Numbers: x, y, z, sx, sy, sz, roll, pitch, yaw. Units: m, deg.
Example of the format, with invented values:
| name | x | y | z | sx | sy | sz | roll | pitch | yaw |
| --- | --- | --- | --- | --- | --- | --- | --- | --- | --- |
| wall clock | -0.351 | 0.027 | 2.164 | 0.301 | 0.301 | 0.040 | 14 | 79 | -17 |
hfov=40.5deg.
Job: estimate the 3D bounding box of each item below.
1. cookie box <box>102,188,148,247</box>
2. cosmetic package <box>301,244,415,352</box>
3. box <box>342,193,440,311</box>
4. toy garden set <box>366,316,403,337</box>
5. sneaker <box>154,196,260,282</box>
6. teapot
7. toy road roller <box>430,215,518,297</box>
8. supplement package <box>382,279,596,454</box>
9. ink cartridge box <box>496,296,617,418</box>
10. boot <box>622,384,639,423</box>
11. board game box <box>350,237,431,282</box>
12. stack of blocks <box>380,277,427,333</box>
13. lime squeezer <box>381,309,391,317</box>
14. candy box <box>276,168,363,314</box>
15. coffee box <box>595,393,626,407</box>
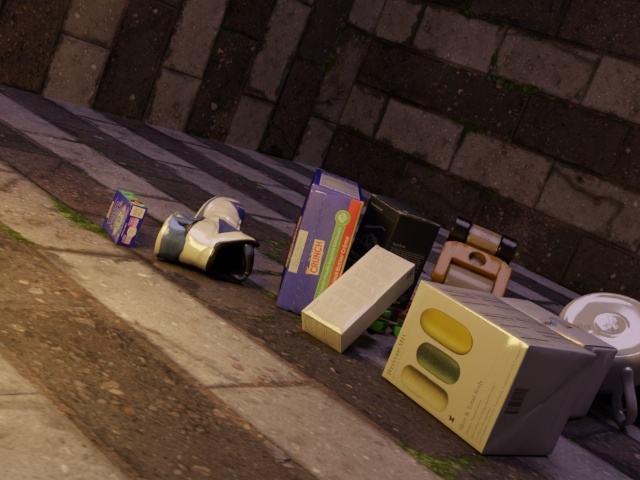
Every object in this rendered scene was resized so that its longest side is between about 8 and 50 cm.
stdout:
| name | x | y | z | sx | sy | sz | roll | pitch | yaw |
| --- | --- | --- | --- | --- | --- | --- | --- | --- | --- |
| cookie box | -0.406 | -0.047 | 1.797 | 0.040 | 0.091 | 0.107 | 18 | 11 | -34 |
| cosmetic package | 0.076 | 0.110 | 1.690 | 0.099 | 0.060 | 0.239 | 30 | 51 | 28 |
| box | 0.148 | 0.024 | 1.877 | 0.108 | 0.207 | 0.153 | 17 | 13 | -26 |
| toy garden set | 0.147 | 0.194 | 1.786 | 0.244 | 0.049 | 0.204 | 15 | -1 | 12 |
| sneaker | -0.209 | 0.012 | 1.855 | 0.182 | 0.127 | 0.315 | 27 | 18 | 10 |
| teapot | 0.645 | 0.257 | 1.953 | 0.253 | 0.187 | 0.256 | 25 | 47 | 35 |
| toy road roller | 0.426 | 0.114 | 2.519 | 0.203 | 0.240 | 0.329 | 23 | 47 | 7 |
| supplement package | 0.288 | 0.220 | 1.515 | 0.198 | 0.199 | 0.263 | 12 | 14 | -40 |
| ink cartridge box | 0.460 | 0.245 | 1.821 | 0.168 | 0.171 | 0.233 | 10 | 16 | -48 |
| boot | 0.740 | 0.346 | 2.017 | 0.106 | 0.082 | 0.219 | 30 | 36 | -32 |
| board game box | 0.127 | 0.048 | 2.309 | 0.305 | 0.053 | 0.193 | 19 | 12 | -16 |
| stack of blocks | 0.229 | 0.158 | 2.039 | 0.171 | 0.087 | 0.297 | 20 | 10 | -11 |
| lime squeezer | 0.075 | 0.115 | 1.972 | 0.110 | 0.058 | 0.310 | -2 | 8 | -7 |
| candy box | 0.000 | 0.000 | 1.883 | 0.122 | 0.268 | 0.317 | 18 | 11 | -1 |
| coffee box | 0.653 | 0.343 | 2.072 | 0.184 | 0.040 | 0.113 | 18 | 13 | -22 |
